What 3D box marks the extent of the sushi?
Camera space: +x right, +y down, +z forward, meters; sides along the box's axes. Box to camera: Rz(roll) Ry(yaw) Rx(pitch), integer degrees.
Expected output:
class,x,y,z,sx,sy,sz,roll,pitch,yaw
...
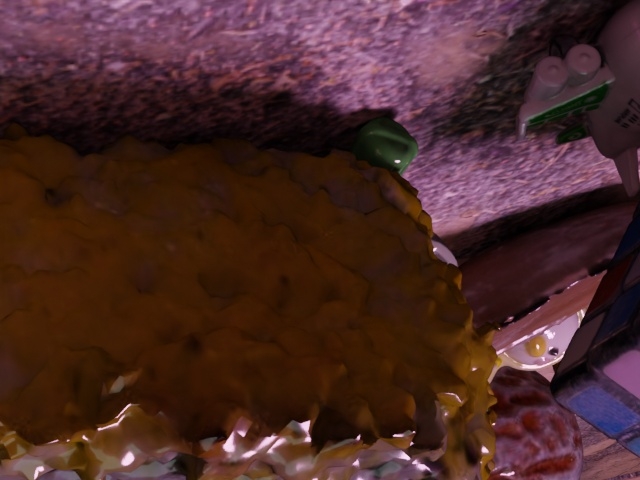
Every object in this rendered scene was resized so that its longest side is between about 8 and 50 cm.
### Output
class,x,y,z,sx,sy,sz,roll,pitch,yaw
sushi,-0.083,0.124,0.775,0.396,0.240,0.351,2,137,-21

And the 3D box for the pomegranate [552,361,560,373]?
class,x,y,z,sx,sy,sz,roll,pitch,yaw
pomegranate,0.339,0.114,1.300,0.196,0.196,0.196,-13,160,-5

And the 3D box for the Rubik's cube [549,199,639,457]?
class,x,y,z,sx,sy,sz,roll,pitch,yaw
Rubik's cube,0.373,0.031,0.776,0.293,0.292,0.287,-52,180,-31

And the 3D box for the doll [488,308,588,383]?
class,x,y,z,sx,sy,sz,roll,pitch,yaw
doll,0.148,0.109,1.211,0.296,0.117,0.141,-20,115,7

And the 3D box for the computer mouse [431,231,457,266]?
class,x,y,z,sx,sy,sz,roll,pitch,yaw
computer mouse,0.022,0.019,0.974,0.181,0.056,0.089,-18,138,24

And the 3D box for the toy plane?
class,x,y,z,sx,sy,sz,roll,pitch,yaw
toy plane,0.207,-0.097,0.771,0.174,0.080,0.174,-13,157,-5

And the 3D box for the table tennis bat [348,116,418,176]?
class,x,y,z,sx,sy,sz,roll,pitch,yaw
table tennis bat,0.000,0.000,0.884,0.160,0.039,0.257,16,140,-16

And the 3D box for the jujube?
class,x,y,z,sx,sy,sz,roll,pitch,yaw
jujube,0.159,0.262,1.487,0.308,0.216,0.246,-9,-172,-32

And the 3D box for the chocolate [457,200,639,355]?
class,x,y,z,sx,sy,sz,roll,pitch,yaw
chocolate,0.202,0.031,1.095,0.261,0.083,0.161,-26,162,-2
